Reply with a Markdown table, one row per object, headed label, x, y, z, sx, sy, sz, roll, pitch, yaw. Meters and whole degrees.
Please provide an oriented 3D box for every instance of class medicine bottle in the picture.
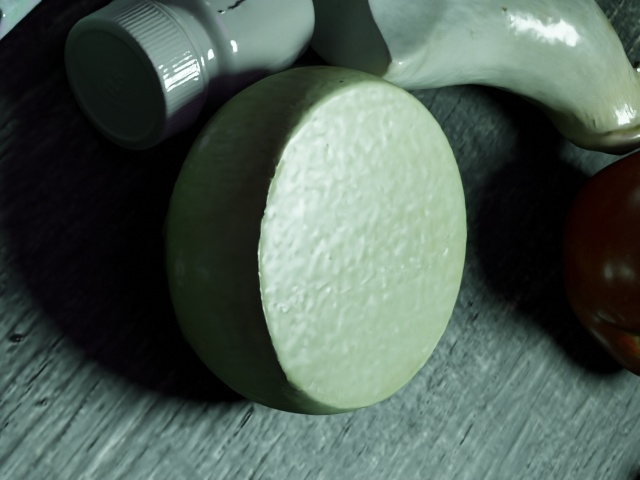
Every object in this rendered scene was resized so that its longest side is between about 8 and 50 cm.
| label | x | y | z | sx | sy | sz | roll | pitch | yaw |
| --- | --- | --- | --- | --- | --- | --- | --- | --- | --- |
| medicine bottle | -0.091 | -0.144 | 1.124 | 0.168 | 0.105 | 0.105 | -37 | 102 | -40 |

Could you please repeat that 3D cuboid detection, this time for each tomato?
| label | x | y | z | sx | sy | sz | roll | pitch | yaw |
| --- | --- | --- | --- | --- | --- | --- | --- | --- | --- |
| tomato | 0.289 | 0.006 | 1.384 | 0.200 | 0.139 | 0.233 | -56 | 149 | -26 |

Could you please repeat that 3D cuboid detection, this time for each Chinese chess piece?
| label | x | y | z | sx | sy | sz | roll | pitch | yaw |
| --- | --- | --- | --- | --- | --- | --- | --- | --- | --- |
| Chinese chess piece | 0.000 | 0.000 | 1.121 | 0.250 | 0.101 | 0.250 | -9 | 102 | -49 |

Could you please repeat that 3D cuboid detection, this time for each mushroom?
| label | x | y | z | sx | sy | sz | roll | pitch | yaw |
| --- | --- | --- | --- | --- | --- | --- | --- | --- | --- |
| mushroom | 0.149 | -0.170 | 1.313 | 0.397 | 0.126 | 0.177 | 8 | 57 | -44 |

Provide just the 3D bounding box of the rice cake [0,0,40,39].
| label | x | y | z | sx | sy | sz | roll | pitch | yaw |
| --- | --- | --- | --- | --- | --- | --- | --- | --- | --- |
| rice cake | -0.181 | -0.205 | 1.078 | 0.040 | 0.085 | 0.226 | 46 | 53 | -12 |
